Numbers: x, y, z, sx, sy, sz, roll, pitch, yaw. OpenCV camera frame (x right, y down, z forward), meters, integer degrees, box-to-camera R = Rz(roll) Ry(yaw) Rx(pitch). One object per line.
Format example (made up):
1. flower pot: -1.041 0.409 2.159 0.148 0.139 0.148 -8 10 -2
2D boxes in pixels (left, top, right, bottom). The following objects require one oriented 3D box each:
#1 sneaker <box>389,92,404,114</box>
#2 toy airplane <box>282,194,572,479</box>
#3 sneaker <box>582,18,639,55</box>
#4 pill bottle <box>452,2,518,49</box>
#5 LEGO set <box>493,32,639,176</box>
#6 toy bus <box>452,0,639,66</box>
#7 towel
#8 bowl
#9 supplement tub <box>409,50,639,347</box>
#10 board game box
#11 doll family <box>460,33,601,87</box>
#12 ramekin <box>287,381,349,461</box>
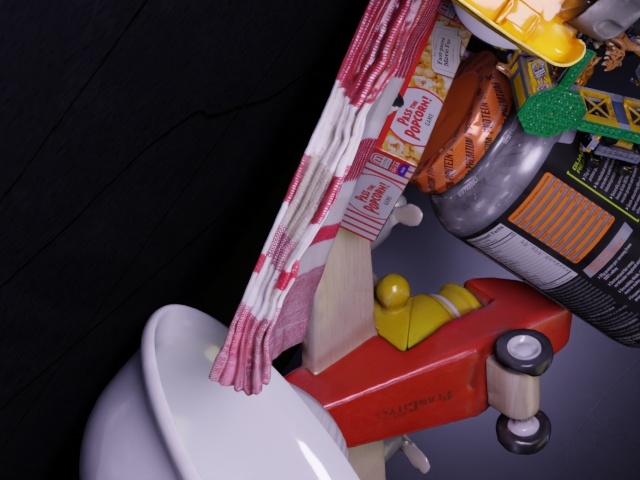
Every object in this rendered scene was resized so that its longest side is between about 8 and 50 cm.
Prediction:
1. sneaker: 0.036 -0.109 1.258 0.044 0.040 0.109 -40 -179 29
2. toy airplane: 0.036 0.132 1.633 0.386 0.384 0.272 -49 -142 19
3. sneaker: 0.275 -0.249 1.486 0.109 0.286 0.130 -7 -97 56
4. pill bottle: 0.179 -0.249 1.173 0.124 0.124 0.221 -54 176 -34
5. LEGO set: 0.302 -0.238 1.348 0.331 0.255 0.192 110 -20 -47
6. toy bus: 0.132 -0.221 0.862 0.220 0.149 0.211 -54 -168 3
7. towel: 0.023 -0.065 1.038 0.237 0.037 0.329 -45 159 -78
8. bowl: -0.066 0.199 0.991 0.134 0.298 0.298 -36 180 10
9. supplement tub: 0.248 -0.044 1.527 0.193 0.316 0.193 -49 -161 24
10. board game box: 0.082 -0.114 1.423 0.147 0.045 0.193 117 -3 -58
11. doll family: 0.230 -0.236 1.604 0.263 0.163 0.118 -55 175 -13
12. ramekin: -0.070 0.215 1.403 0.207 0.207 0.109 -60 -177 45
